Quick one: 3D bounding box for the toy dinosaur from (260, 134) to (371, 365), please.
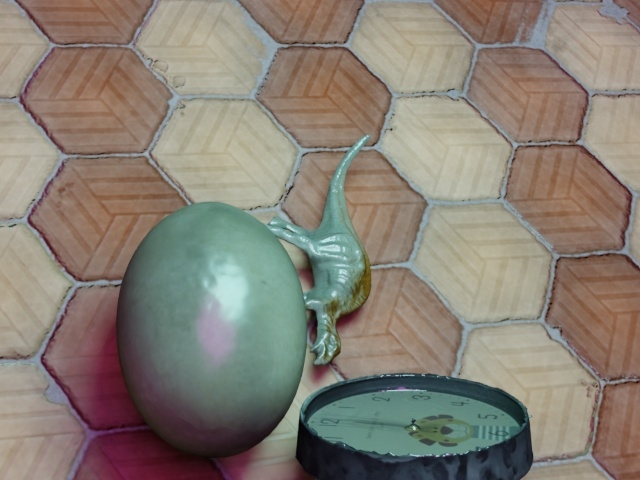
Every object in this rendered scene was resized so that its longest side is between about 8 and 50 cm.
[{"bbox_3d":[0.000,0.000,1.521,0.205,0.092,0.393,25,55,2],"label":"toy dinosaur"}]

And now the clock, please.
[{"bbox_3d":[0.122,0.247,1.294,0.312,0.312,0.061,-4,101,-15],"label":"clock"}]

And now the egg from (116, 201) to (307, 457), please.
[{"bbox_3d":[-0.143,0.113,1.318,0.258,0.258,0.352,1,53,-13],"label":"egg"}]
